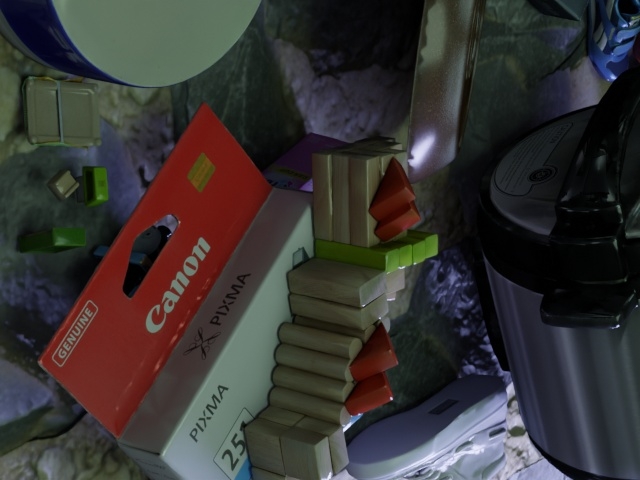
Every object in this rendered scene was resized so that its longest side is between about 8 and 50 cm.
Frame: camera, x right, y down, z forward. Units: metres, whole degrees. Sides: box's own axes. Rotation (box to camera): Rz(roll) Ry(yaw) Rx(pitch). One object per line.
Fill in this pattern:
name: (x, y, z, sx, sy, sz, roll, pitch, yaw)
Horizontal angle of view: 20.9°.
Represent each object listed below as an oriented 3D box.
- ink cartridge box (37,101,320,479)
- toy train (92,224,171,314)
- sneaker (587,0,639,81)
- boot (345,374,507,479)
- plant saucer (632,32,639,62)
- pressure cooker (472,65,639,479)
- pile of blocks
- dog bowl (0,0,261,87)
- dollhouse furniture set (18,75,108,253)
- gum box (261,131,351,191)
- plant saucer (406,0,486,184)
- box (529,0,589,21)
ink cartridge box: (-0.091, 0.069, 1.571, 0.296, 0.066, 0.261, -60, 137, -23)
toy train: (-0.146, 0.062, 1.620, 0.105, 0.080, 0.184, -60, 137, -26)
sneaker: (0.353, -0.251, 2.058, 0.053, 0.059, 0.144, -36, 129, -36)
boot: (0.130, 0.252, 1.963, 0.258, 0.095, 0.123, -23, 112, -42)
plant saucer: (0.482, -0.271, 2.182, 0.259, 0.047, 0.258, 40, 67, -46)
pressure cooker: (0.368, 0.021, 1.923, 0.375, 0.370, 0.420, -21, 119, -9)
pile of blocks: (0.043, 0.079, 1.596, 0.149, 0.112, 0.362, 19, 84, -52)
dog bowl: (-0.163, -0.264, 1.464, 0.265, 0.104, 0.265, -18, 116, -42)
dollhouse furniture set: (-0.234, -0.066, 1.518, 0.076, 0.058, 0.152, -1, 85, -39)
gum box: (0.000, 0.000, 1.761, 0.107, 0.062, 0.188, -40, 130, -29)
plant saucer: (0.131, -0.206, 1.715, 0.310, 0.050, 0.311, 8, 90, -83)
box: (0.246, -0.372, 1.901, 0.232, 0.059, 0.183, 31, 81, -48)
